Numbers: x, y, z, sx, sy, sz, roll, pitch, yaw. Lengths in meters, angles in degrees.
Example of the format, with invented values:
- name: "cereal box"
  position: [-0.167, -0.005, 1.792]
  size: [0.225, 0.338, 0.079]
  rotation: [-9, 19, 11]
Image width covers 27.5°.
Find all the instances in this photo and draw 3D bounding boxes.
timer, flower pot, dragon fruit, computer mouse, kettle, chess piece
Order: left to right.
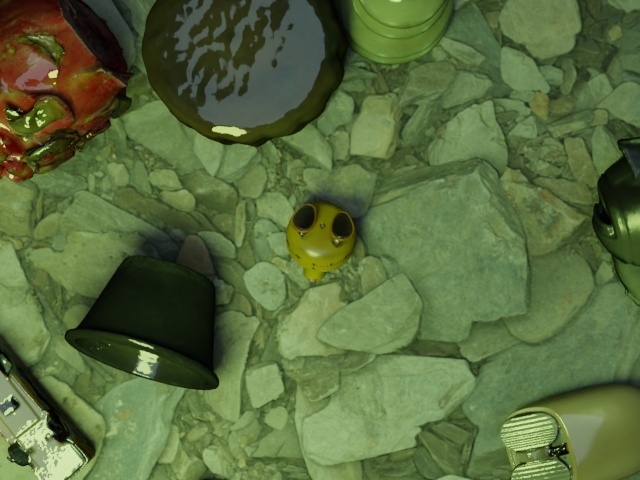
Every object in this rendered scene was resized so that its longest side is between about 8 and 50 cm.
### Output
- name: "dragon fruit"
  position: [-0.432, -0.221, 1.879]
  size: [0.291, 0.250, 0.269]
  rotation: [-34, 85, 18]
- name: "flower pot"
  position: [-0.241, 0.112, 1.904]
  size: [0.235, 0.235, 0.148]
  rotation: [15, 72, 2]
- name: "timer"
  position: [0.000, 0.000, 1.948]
  size: [0.107, 0.109, 0.107]
  rotation: [2, 62, -4]
- name: "chess piece"
  position: [0.108, -0.347, 1.805]
  size: [0.182, 0.330, 0.182]
  rotation: [0, 92, 1]
- name: "computer mouse"
  position: [0.388, 0.295, 1.934]
  size: [0.237, 0.082, 0.145]
  rotation: [-13, 91, 1]
- name: "kettle"
  position: [0.557, -0.031, 1.874]
  size: [0.324, 0.228, 0.321]
  rotation: [-15, 122, 7]

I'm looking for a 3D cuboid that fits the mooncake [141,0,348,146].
- name: "mooncake"
  position: [-0.104, -0.277, 1.900]
  size: [0.290, 0.161, 0.290]
  rotation: [0, 89, 3]

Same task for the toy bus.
- name: "toy bus"
  position: [-0.453, 0.244, 1.948]
  size: [0.090, 0.112, 0.274]
  rotation: [-39, 90, 3]
